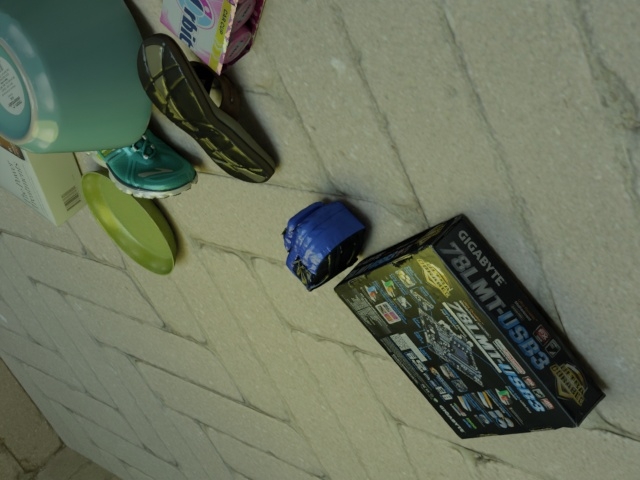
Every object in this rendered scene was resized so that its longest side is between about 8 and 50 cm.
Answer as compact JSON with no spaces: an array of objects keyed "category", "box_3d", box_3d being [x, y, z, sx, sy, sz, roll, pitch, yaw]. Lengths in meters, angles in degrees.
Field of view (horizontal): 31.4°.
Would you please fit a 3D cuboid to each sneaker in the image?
[{"category":"sneaker","box_3d":[-0.309,-0.158,1.806,0.275,0.107,0.110,34,142,24]}]

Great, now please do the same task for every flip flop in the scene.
[{"category":"flip flop","box_3d":[-0.148,-0.186,1.561,0.112,0.080,0.277,5,148,47]}]

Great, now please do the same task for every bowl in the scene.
[{"category":"bowl","box_3d":[-0.408,-0.252,1.663,0.311,0.163,0.312,28,133,34]}]

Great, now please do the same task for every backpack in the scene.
[{"category":"backpack","box_3d":[0.000,0.000,1.566,0.101,0.098,0.120,46,155,9]}]

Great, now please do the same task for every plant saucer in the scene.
[{"category":"plant saucer","box_3d":[-0.344,-0.039,2.091,0.241,0.037,0.241,35,151,23]}]

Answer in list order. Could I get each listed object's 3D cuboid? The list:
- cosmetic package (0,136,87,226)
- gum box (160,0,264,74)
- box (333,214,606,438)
[{"category":"cosmetic package","box_3d":[-0.600,-0.234,2.136,0.284,0.097,0.377,33,151,31]},{"category":"gum box","box_3d":[-0.127,-0.299,1.372,0.107,0.062,0.188,43,154,8]},{"category":"box","box_3d":[0.185,0.128,1.500,0.295,0.073,0.293,49,153,-5]}]
